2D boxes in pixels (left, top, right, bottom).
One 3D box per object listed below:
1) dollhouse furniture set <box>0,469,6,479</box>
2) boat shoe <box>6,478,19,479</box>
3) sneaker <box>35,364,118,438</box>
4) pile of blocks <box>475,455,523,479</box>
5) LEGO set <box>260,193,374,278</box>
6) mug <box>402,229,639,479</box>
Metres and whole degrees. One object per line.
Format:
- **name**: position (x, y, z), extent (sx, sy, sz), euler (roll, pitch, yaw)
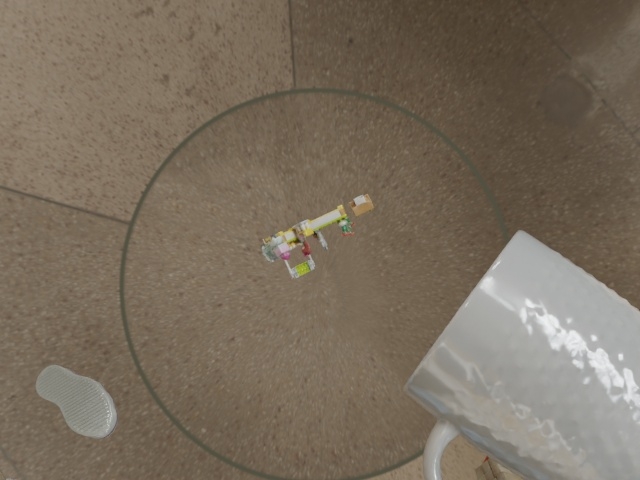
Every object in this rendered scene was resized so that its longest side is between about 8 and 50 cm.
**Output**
- **dollhouse furniture set**: position (-0.409, 0.187, 0.500), extent (0.256, 0.394, 0.362), euler (-33, 130, -34)
- **boat shoe**: position (-0.618, 0.521, 1.394), extent (0.302, 0.094, 0.109), euler (-7, 51, 19)
- **sneaker**: position (-0.492, 0.365, 1.534), extent (0.282, 0.161, 0.102), euler (22, 71, 44)
- **pile of blocks**: position (0.478, 0.495, 1.496), extent (0.362, 0.113, 0.149), euler (2, 131, -15)
- **LEGO set**: position (0.000, 0.000, 1.541), extent (0.287, 0.132, 0.107), euler (-25, 90, -30)
- **mug**: position (0.291, 0.226, 0.911), extent (0.328, 0.276, 0.374), euler (36, 76, 14)
